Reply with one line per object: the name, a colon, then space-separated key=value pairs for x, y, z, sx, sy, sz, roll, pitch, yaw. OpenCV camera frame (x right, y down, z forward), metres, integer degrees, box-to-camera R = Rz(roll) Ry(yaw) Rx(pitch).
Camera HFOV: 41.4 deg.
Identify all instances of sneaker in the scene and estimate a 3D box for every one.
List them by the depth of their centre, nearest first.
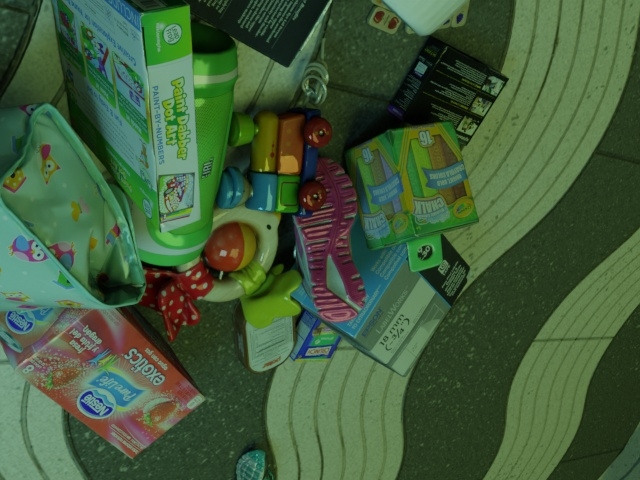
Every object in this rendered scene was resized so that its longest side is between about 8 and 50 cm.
sneaker: x=0.000 y=0.000 z=1.302 sx=0.103 sy=0.111 sz=0.252 roll=-4 pitch=86 yaw=-14
sneaker: x=-0.125 y=0.465 z=1.679 sx=0.076 sy=0.065 sz=0.166 roll=-27 pitch=143 yaw=-45

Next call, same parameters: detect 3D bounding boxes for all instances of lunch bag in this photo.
lunch bag: x=-0.340 y=-0.010 z=0.938 sx=0.223 sy=0.160 sz=0.262 roll=-6 pitch=141 yaw=20

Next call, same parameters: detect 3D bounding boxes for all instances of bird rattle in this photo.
bird rattle: x=-0.153 y=0.032 z=1.262 sx=0.253 sy=0.143 sz=0.207 roll=5 pitch=109 yaw=-28

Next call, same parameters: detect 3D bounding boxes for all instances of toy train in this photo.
toy train: x=-0.067 y=-0.157 z=1.156 sx=0.143 sy=0.105 sz=0.248 roll=-1 pitch=101 yaw=-33

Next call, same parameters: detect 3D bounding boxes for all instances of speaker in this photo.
speaker: x=-0.182 y=-0.117 z=1.070 sx=0.131 sy=0.131 sz=0.297 roll=-11 pitch=130 yaw=-34

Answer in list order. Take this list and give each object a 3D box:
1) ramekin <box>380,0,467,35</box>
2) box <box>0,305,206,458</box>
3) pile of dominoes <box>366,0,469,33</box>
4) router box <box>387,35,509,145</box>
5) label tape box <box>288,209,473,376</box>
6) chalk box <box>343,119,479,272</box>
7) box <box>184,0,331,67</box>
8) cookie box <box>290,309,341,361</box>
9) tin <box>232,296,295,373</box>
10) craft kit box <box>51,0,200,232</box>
ramekin: x=0.076 y=-0.363 z=0.973 sx=0.135 sy=0.277 sz=0.277 roll=-47 pitch=141 yaw=14
box: x=-0.307 y=0.154 z=1.175 sx=0.142 sy=0.154 sz=0.300 roll=-38 pitch=141 yaw=-7
pile of dominoes: x=0.162 y=-0.401 z=1.186 sx=0.196 sy=0.040 sz=0.251 roll=-18 pitch=133 yaw=-29
router box: x=0.207 y=-0.236 z=1.361 sx=0.179 sy=0.046 sz=0.133 roll=12 pitch=115 yaw=-45
label tape box: x=0.109 y=0.068 z=1.457 sx=0.241 sy=0.106 sz=0.333 roll=-56 pitch=142 yaw=-7
chalk box: x=0.144 y=-0.061 z=1.308 sx=0.132 sy=0.132 sz=0.213 roll=-14 pitch=87 yaw=-32
box: x=-0.112 y=-0.303 z=0.949 sx=0.207 sy=0.153 sz=0.108 roll=18 pitch=110 yaw=-48
cookie box: x=-0.003 y=0.167 z=1.530 sx=0.092 sy=0.040 sz=0.107 roll=6 pitch=120 yaw=-45
tin: x=-0.094 y=0.153 z=1.446 sx=0.106 sy=0.040 sz=0.190 roll=-20 pitch=135 yaw=-21
craft kit box: x=-0.211 y=-0.174 z=0.898 sx=0.061 sy=0.250 sz=0.247 roll=-19 pitch=135 yaw=-30
